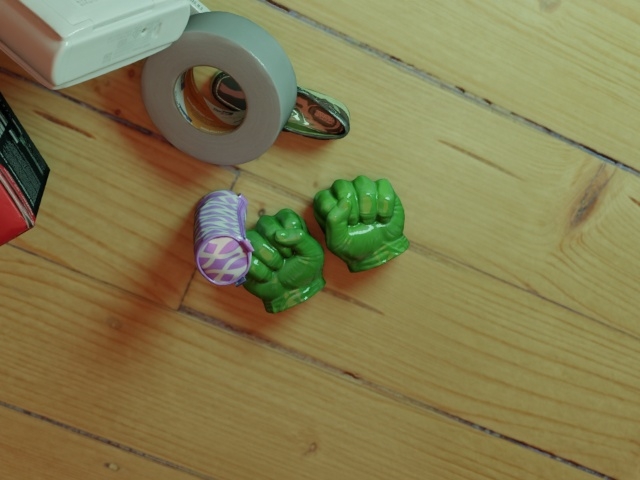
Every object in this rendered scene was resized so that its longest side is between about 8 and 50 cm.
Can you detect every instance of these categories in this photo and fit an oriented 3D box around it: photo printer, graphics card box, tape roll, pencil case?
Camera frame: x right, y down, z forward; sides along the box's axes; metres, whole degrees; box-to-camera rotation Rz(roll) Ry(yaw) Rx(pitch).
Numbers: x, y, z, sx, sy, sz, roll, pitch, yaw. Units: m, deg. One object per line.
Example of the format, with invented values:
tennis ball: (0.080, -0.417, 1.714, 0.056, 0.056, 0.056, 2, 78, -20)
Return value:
photo printer: (-0.366, -0.349, 1.621, 0.307, 0.256, 0.107, 39, 132, 16)
graphics card box: (-0.471, -0.135, 1.635, 0.094, 0.371, 0.232, -31, 108, 0)
tape roll: (-0.147, -0.220, 1.758, 0.219, 0.072, 0.219, 11, 128, 15)
pencil case: (-0.145, -0.009, 1.803, 0.088, 0.206, 0.086, -39, 113, 9)

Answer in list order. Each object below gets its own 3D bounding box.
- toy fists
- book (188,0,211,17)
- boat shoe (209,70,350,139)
toy fists: (0.000, 0.000, 1.881, 0.279, 0.096, 0.142, -26, 106, 1)
book: (-0.231, -0.340, 1.763, 0.144, 0.035, 0.096, 40, 135, -17)
boat shoe: (-0.057, -0.206, 1.829, 0.224, 0.073, 0.080, 18, 102, -12)
